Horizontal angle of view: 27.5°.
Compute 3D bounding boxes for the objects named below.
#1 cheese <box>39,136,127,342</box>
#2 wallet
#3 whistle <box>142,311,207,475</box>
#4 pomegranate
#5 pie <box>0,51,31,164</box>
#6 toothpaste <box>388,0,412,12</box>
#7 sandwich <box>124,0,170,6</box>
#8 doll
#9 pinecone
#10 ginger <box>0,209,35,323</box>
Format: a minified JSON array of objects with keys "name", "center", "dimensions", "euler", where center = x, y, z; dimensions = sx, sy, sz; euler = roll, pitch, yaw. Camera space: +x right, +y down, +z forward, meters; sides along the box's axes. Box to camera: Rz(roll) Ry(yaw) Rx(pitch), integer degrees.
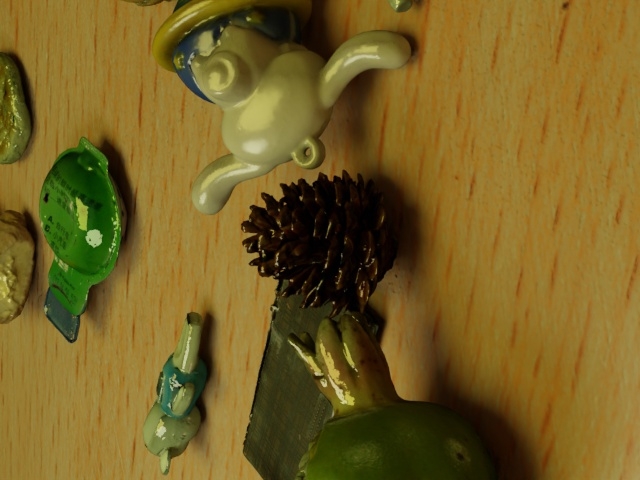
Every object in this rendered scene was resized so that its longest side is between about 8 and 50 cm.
[{"name":"cheese","center":[-0.359,0.001,1.926],"dimensions":[0.204,0.083,0.320],"euler":[40,128,36]},{"name":"wallet","center":[-0.019,0.181,1.571],"dimensions":[0.169,0.044,0.317],"euler":[43,130,42]},{"name":"whistle","center":[-0.190,0.204,1.780],"dimensions":[0.114,0.077,0.236],"euler":[-110,33,-60]},{"name":"pomegranate","center":[0.061,0.221,1.340],"dimensions":[0.236,0.236,0.302],"euler":[-29,70,52]},{"name":"pie","center":[-0.515,-0.214,2.100],"dimensions":[0.187,0.041,0.187],"euler":[19,115,49]},{"name":"toothpaste","center":[0.041,-0.322,1.350],"dimensions":[0.062,0.037,0.216],"euler":[-54,55,46]},{"name":"sandwich","center":[-0.208,-0.440,1.592],"dimensions":[0.273,0.095,0.249],"euler":[-42,70,48]},{"name":"doll","center":[-0.058,-0.198,1.402],"dimensions":[0.311,0.159,0.242],"euler":[-21,61,31]},{"name":"pinecone","center":[0.000,0.000,1.394],"dimensions":[0.173,0.173,0.173],"euler":[20,115,48]},{"name":"ginger","center":[-0.559,0.028,2.166],"dimensions":[0.276,0.130,0.221],"euler":[54,127,29]}]
